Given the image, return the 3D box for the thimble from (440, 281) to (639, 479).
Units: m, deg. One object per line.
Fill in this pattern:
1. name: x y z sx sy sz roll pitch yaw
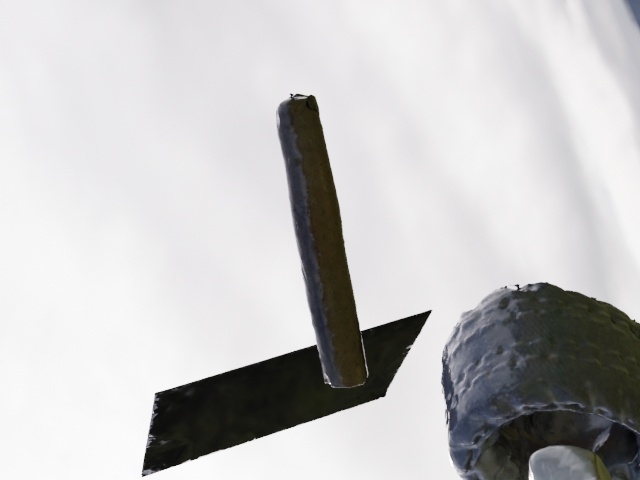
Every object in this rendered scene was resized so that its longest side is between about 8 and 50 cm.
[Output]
1. thimble: 0.243 0.160 1.315 0.172 0.236 0.205 -86 -4 -46

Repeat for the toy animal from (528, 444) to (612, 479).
1. toy animal: 0.167 0.333 1.044 0.271 0.265 0.206 55 -167 -20

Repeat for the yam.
1. yam: 0.000 0.000 1.124 0.046 0.046 0.264 -32 -68 -68

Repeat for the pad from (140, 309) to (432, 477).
1. pad: -0.048 0.195 1.614 0.007 0.368 0.247 63 155 26
